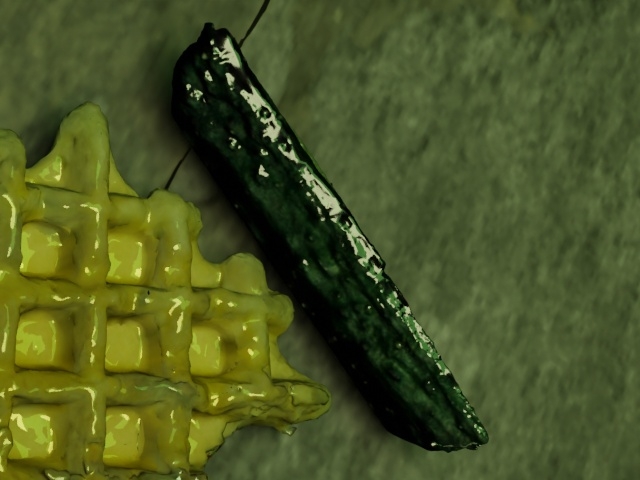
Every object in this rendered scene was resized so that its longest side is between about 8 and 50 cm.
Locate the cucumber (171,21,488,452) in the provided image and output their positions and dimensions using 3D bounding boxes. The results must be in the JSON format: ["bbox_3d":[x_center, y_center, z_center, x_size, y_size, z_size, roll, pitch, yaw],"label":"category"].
[{"bbox_3d":[0.000,0.000,0.860,0.046,0.070,0.220,-31,99,8],"label":"cucumber"}]

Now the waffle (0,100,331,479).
[{"bbox_3d":[-0.111,0.084,0.779,0.261,0.056,0.250,-43,101,-27],"label":"waffle"}]
